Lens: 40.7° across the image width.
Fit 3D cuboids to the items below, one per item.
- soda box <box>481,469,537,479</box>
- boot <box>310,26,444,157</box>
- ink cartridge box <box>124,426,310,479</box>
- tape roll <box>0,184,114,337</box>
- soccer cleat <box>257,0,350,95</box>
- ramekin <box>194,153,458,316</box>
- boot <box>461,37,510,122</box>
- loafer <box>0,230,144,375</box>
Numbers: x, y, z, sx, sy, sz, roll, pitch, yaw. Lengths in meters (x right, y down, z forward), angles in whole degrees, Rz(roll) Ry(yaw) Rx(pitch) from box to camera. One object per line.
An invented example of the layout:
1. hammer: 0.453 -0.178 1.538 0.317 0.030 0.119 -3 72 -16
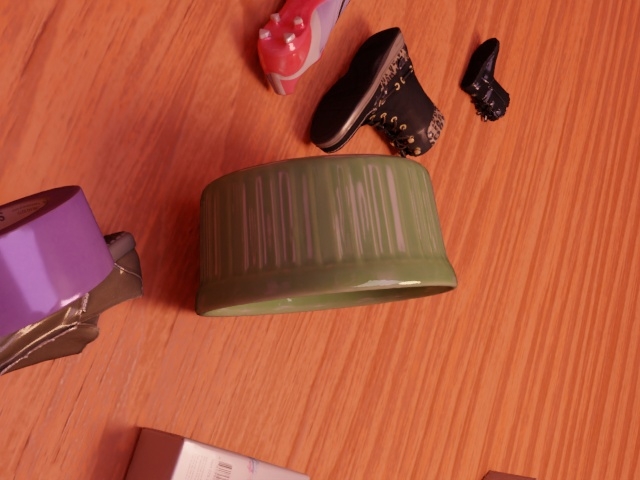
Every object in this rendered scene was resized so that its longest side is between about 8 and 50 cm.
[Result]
1. soda box: 0.253 0.493 1.379 0.286 0.098 0.091 -35 113 -41
2. boot: 0.093 -0.172 1.253 0.178 0.085 0.236 52 54 -33
3. ink cartridge box: -0.127 0.322 1.005 0.212 0.093 0.154 29 69 -39
4. tape roll: -0.290 0.023 0.782 0.189 0.189 0.080 -36 113 -40
5. soccer cleat: -0.010 -0.301 1.171 0.095 0.083 0.248 83 30 -48
6. ramekin: 0.000 0.000 1.009 0.303 0.303 0.148 2 79 -45
7. boot: 0.296 -0.273 1.489 0.099 0.045 0.121 40 69 -34
8. loafer: -0.266 0.085 0.871 0.251 0.094 0.087 -42 113 -38
